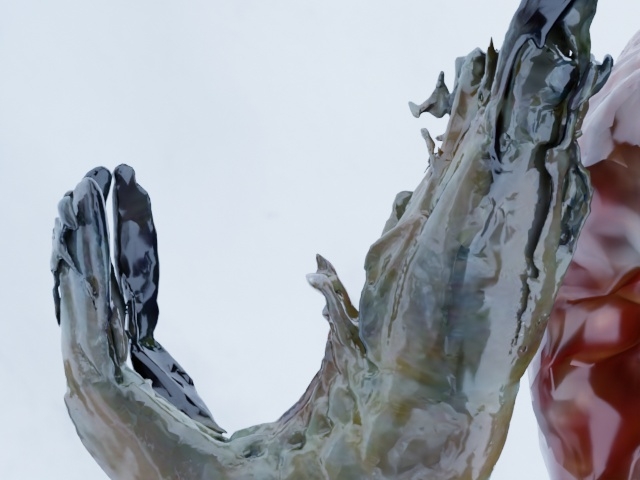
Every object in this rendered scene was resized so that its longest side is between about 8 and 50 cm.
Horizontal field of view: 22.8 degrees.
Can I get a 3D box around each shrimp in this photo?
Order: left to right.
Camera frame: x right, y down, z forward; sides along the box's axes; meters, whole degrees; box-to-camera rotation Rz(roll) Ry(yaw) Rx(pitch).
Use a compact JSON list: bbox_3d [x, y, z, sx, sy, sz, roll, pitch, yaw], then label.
[{"bbox_3d":[0.000,0.000,0.472,0.219,0.152,0.046,-67,173,19],"label":"shrimp"}]

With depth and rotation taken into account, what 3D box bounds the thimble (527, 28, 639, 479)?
[{"bbox_3d":[0.255,0.022,0.532,0.230,0.350,0.350,-45,141,-43],"label":"thimble"}]
